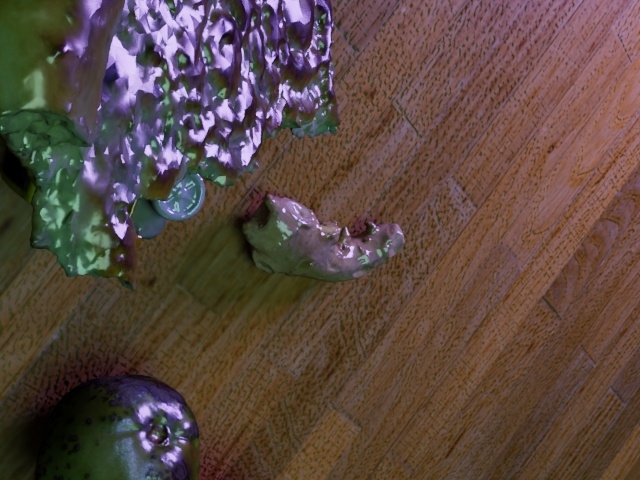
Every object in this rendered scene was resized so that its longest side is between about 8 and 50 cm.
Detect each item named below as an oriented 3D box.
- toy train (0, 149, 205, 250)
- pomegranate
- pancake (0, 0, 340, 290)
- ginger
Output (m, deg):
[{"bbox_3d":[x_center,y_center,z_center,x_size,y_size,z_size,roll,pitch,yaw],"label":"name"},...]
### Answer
[{"bbox_3d":[-0.137,-0.087,0.691,0.127,0.089,0.219,15,101,-39],"label":"toy train"},{"bbox_3d":[-0.150,0.180,0.785,0.125,0.138,0.163,-11,146,4],"label":"pomegranate"},{"bbox_3d":[-0.057,-0.162,0.598,0.427,0.066,0.305,-45,133,-57],"label":"pancake"},{"bbox_3d":[0.000,0.003,0.881,0.173,0.051,0.070,9,110,-47],"label":"ginger"}]
